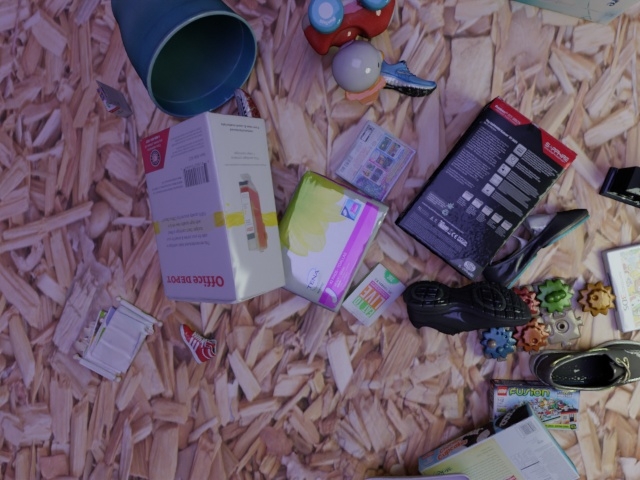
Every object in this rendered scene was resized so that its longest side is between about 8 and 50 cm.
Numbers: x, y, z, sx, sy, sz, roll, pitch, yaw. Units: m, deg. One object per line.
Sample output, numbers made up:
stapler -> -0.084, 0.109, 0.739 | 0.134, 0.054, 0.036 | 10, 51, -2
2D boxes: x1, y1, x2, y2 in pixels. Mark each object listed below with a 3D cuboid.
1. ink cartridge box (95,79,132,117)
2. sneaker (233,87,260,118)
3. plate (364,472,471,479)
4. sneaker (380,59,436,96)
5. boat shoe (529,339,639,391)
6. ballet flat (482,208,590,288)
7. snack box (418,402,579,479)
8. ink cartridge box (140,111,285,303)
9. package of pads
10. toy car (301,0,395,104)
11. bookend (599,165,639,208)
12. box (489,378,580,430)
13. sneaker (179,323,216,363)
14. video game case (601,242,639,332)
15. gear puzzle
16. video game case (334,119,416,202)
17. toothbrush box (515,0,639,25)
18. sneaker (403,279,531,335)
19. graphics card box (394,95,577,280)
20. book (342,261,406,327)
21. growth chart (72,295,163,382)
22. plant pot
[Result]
ink cartridge box -> -0.520, -0.349, 1.041 | 0.029, 0.115, 0.062 | -27, 92, 6
sneaker -> -0.193, -0.261, 1.037 | 0.093, 0.088, 0.225 | -5, 94, 6
plate -> 0.285, 0.698, 1.060 | 0.278, 0.045, 0.277 | -19, 98, 27
sneaker -> 0.202, -0.396, 1.006 | 0.162, 0.063, 0.073 | 17, 93, 3
boat shoe -> 0.678, 0.309, 1.011 | 0.305, 0.091, 0.109 | -6, 93, 5
ballet flat -> 0.501, 0.002, 1.003 | 0.280, 0.095, 0.096 | -44, 78, 7
snack box -> 0.432, 0.563, 1.044 | 0.322, 0.060, 0.187 | -36, 91, 17
ink cartridge box -> -0.249, -0.064, 0.964 | 0.279, 0.160, 0.384 | -3, 95, 40
package of pads -> 0.000, 0.000, 1.036 | 0.229, 0.101, 0.296 | 25, 96, 2
toy car -> 0.092, -0.432, 0.948 | 0.210, 0.219, 0.237 | -23, 106, 5
bookend -> 0.755, -0.113, 0.937 | 0.156, 0.157, 0.072 | 20, 96, 2
box -> 0.538, 0.414, 1.060 | 0.207, 0.036, 0.114 | 0, 95, 5
sneaker -> -0.320, 0.264, 1.114 | 0.067, 0.042, 0.118 | -25, 100, 10
video game case -> 0.822, 0.100, 1.015 | 0.227, 0.026, 0.206 | -14, 94, 5
gear puzzle -> 0.553, 0.187, 1.026 | 0.339, 0.044, 0.175 | -15, 89, 7
video game case -> 0.137, -0.196, 1.050 | 0.143, 0.019, 0.157 | 33, 96, 1
toothbrush box -> 0.541, -0.594, 0.885 | 0.296, 0.216, 0.126 | 16, 96, 2
sneaker -> 0.348, 0.171, 1.013 | 0.287, 0.109, 0.130 | 5, 130, 20
graphics card box -> 0.381, -0.116, 0.999 | 0.233, 0.094, 0.370 | 36, 96, 0
book -> 0.136, 0.139, 1.074 | 0.096, 0.035, 0.144 | 42, 95, -4
growth chart -> -0.561, 0.269, 1.145 | 0.172, 0.021, 0.237 | 36, 97, 1
plant pot -> -0.329, -0.471, 0.953 | 0.272, 0.272, 0.255 | -40, 77, 7
